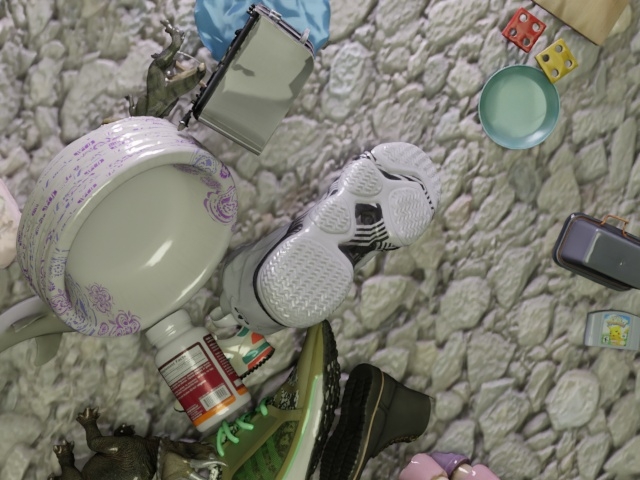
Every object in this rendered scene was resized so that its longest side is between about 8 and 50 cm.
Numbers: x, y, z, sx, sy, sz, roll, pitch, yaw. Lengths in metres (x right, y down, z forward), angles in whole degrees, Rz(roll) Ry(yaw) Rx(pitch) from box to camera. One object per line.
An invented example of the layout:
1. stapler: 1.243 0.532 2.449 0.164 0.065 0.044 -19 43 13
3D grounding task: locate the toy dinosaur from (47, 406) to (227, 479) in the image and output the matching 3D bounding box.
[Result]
1. toy dinosaur: -0.294 0.330 1.761 0.313 0.160 0.121 -37 136 -3

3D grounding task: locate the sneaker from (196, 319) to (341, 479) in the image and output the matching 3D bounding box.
1. sneaker: -0.095 0.288 1.812 0.182 0.158 0.410 19 89 7

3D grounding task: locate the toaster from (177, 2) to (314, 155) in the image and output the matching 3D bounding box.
1. toaster: -0.086 -0.204 1.701 0.110 0.168 0.186 32 100 -7

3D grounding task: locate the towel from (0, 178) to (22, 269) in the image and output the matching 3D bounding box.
1. towel: -0.590 -0.045 1.732 0.331 0.053 0.317 -30 100 -3

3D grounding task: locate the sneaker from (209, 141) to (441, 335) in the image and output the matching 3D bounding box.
1. sneaker: 0.000 0.000 1.790 0.366 0.210 0.137 -44 104 -37

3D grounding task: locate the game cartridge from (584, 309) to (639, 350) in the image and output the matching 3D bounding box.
1. game cartridge: 0.427 0.129 1.926 0.083 0.017 0.056 5 92 -9

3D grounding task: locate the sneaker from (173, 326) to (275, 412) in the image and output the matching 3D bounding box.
1. sneaker: -0.145 0.171 1.831 0.161 0.057 0.075 -35 82 -1

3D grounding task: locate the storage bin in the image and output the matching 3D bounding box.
1. storage bin: 0.414 0.017 1.872 0.135 0.091 0.098 23 93 -11

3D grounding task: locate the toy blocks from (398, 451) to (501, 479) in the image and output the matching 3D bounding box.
1. toy blocks: 0.096 0.421 1.796 0.260 0.309 0.289 31 102 31

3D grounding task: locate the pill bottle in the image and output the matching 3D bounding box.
1. pill bottle: -0.166 0.171 1.758 0.086 0.086 0.152 -33 85 -4

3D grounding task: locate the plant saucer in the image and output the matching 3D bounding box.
1. plant saucer: 0.277 -0.188 1.861 0.119 0.021 0.119 -1 98 -9

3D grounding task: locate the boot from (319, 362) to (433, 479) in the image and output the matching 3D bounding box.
1. boot: 0.085 0.285 1.835 0.137 0.077 0.198 25 81 -35

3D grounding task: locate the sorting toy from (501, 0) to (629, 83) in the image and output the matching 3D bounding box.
1. sorting toy: 0.361 -0.353 1.841 0.132 0.046 0.275 31 91 -11

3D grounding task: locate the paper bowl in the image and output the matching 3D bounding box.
1. paper bowl: -0.257 -0.029 1.695 0.284 0.148 0.284 -28 140 -26

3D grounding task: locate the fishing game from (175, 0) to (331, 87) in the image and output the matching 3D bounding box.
1. fishing game: -0.075 -0.304 1.786 0.189 0.041 0.264 33 100 -9

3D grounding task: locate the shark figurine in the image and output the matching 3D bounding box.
1. shark figurine: -0.408 0.137 1.753 0.278 0.116 0.166 -39 99 -4

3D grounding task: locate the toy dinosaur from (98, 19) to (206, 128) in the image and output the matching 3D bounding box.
1. toy dinosaur: -0.201 -0.209 1.709 0.064 0.268 0.118 18 62 -28
